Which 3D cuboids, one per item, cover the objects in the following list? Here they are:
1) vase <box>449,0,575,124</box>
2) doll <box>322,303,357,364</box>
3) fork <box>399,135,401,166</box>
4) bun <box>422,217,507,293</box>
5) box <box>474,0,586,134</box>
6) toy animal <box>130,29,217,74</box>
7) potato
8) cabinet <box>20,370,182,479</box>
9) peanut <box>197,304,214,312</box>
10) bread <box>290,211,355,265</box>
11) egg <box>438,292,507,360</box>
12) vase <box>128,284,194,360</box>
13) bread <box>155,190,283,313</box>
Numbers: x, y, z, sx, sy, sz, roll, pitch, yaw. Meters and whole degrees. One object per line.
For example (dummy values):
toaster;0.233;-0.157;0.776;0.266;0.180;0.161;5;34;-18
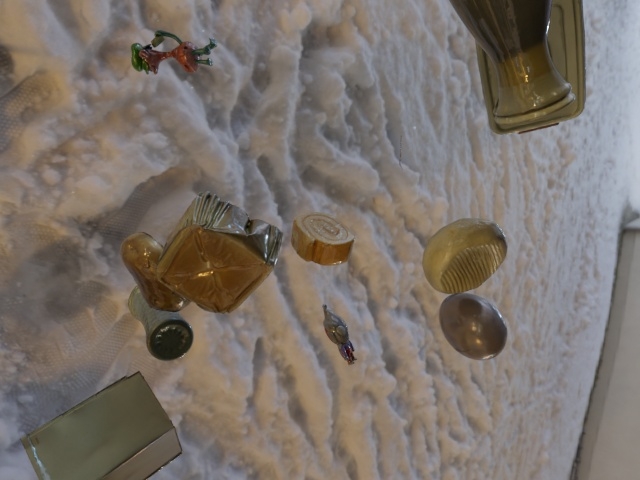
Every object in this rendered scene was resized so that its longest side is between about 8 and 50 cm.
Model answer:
vase;0.279;-0.343;0.671;0.173;0.173;0.321;-42;114;-38
doll;0.061;0.325;1.589;0.228;0.075;0.102;65;22;3
fork;0.265;-0.288;1.499;0.016;0.012;0.115;-102;-173;-77
bun;0.334;0.025;1.088;0.222;0.127;0.222;-17;136;-18
box;0.430;-0.392;0.955;0.167;0.193;0.294;-75;148;-49
toy animal;-0.361;-0.467;1.123;0.100;0.208;0.103;-58;147;-73
potato;-0.371;0.080;1.000;0.081;0.164;0.200;-42;116;-34
cabinet;-0.384;0.371;0.824;0.206;0.150;0.145;-30;149;-31
peanut;-0.240;0.112;1.109;0.159;0.140;0.109;20;41;-58
bread;0.000;0.000;1.024;0.122;0.149;0.073;-15;130;-30
egg;0.378;0.211;1.141;0.146;0.199;0.146;-8;119;-14
vase;-0.424;0.209;1.218;0.143;0.299;0.143;-7;106;-27
bread;-0.197;0.024;0.876;0.192;0.210;0.110;28;36;-18
